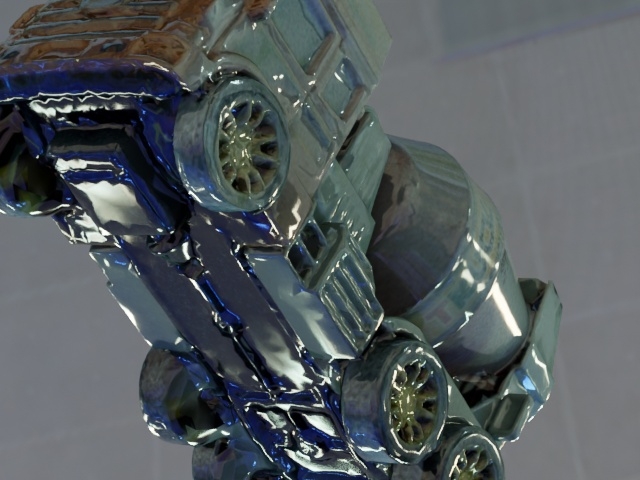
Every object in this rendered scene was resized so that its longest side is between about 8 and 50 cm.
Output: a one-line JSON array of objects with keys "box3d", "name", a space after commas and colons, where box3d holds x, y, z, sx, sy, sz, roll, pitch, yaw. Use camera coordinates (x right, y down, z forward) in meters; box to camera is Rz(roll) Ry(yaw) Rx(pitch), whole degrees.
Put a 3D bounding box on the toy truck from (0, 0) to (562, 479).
[{"box3d": [0.000, 0.000, 0.645, 0.108, 0.257, 0.140, 0, -134, 38], "name": "toy truck"}]
